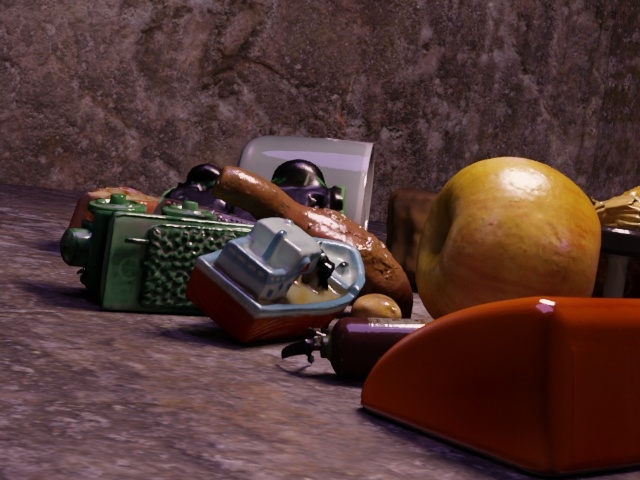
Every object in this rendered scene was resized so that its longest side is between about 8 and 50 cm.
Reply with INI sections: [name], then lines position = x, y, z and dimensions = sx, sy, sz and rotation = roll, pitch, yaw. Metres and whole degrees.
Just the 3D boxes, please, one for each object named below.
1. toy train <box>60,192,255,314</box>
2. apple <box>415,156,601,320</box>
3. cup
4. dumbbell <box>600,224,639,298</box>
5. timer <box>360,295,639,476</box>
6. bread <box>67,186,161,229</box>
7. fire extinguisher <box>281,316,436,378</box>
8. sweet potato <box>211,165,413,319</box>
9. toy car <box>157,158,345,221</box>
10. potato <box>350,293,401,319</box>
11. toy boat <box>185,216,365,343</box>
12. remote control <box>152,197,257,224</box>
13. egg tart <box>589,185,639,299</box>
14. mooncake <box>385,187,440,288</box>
[toy train]
position = -0.223, 0.018, 1.770
dimensions = 0.266, 0.145, 0.202
rotation = 5, 8, -32
[apple]
position = 0.268, 0.020, 1.792
dimensions = 0.233, 0.285, 0.286
rotation = 15, 4, -11
[cup]
position = -0.035, -0.069, 2.686
dimensions = 0.275, 0.259, 0.356
rotation = 8, -26, 5
[dumbbell]
position = 0.427, 0.076, 1.836
dimensions = 0.100, 0.191, 0.100
rotation = 8, 5, -1
[timer]
position = 0.206, 0.144, 1.265
dimensions = 0.257, 0.161, 0.250
rotation = 3, -8, -41
[bread]
position = -0.348, -0.027, 2.213
dimensions = 0.190, 0.122, 0.244
rotation = 9, 6, -8
[fire extinguisher]
position = 0.072, 0.127, 1.435
dimensions = 0.231, 0.071, 0.099
rotation = 1, -19, -5
[sweet potato]
position = 0.000, 0.000, 1.864
dimensions = 0.385, 0.109, 0.109
rotation = 37, -6, -22
[toy car]
position = -0.087, -0.003, 2.042
dimensions = 0.359, 0.176, 0.213
rotation = -1, 38, 2
[potato]
position = 0.080, 0.101, 1.768
dimensions = 0.068, 0.062, 0.083
rotation = -26, -5, -24
[toy boat]
position = -0.034, 0.038, 1.665
dimensions = 0.145, 0.133, 0.332
rotation = 38, 18, 20
[remote control]
position = -0.157, -0.020, 1.912
dimensions = 0.212, 0.059, 0.028
rotation = 15, -36, 18
[egg tart]
position = 0.535, 0.034, 2.056
dimensions = 0.352, 0.153, 0.339
rotation = 23, -30, -14
[mooncake]
position = 0.278, 0.010, 2.411
dimensions = 0.324, 0.187, 0.324
rotation = 10, 4, -1
